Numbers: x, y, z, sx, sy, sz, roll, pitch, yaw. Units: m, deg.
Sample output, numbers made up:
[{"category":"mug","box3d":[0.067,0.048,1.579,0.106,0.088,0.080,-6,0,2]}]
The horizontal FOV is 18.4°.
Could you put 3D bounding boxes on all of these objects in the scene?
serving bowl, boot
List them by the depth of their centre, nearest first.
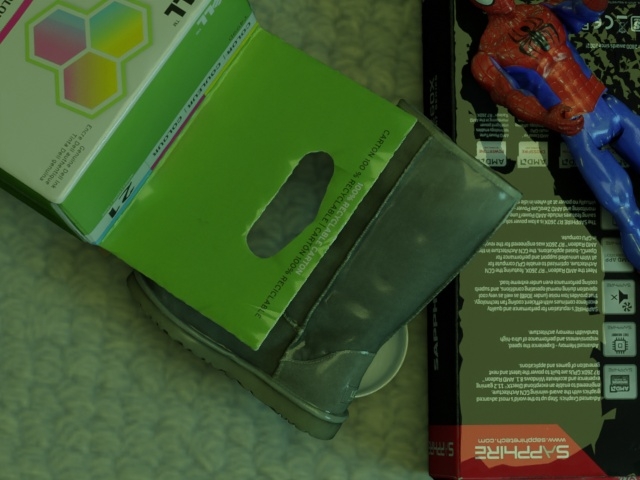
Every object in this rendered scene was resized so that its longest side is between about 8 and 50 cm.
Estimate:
[{"category":"boot","box3d":[0.000,-0.001,1.272,0.189,0.076,0.208,33,104,7]},{"category":"serving bowl","box3d":[0.016,0.065,1.336,0.083,0.027,0.083,1,85,-9]}]

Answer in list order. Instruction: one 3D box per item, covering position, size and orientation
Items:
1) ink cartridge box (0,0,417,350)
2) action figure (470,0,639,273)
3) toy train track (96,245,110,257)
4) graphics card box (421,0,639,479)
[{"category":"ink cartridge box","box3d":[-0.097,-0.083,1.224,0.255,0.097,0.189,32,80,18]},{"category":"action figure","box3d":[0.189,-0.071,1.233,0.091,0.139,0.280,-40,90,-12]},{"category":"toy train track","box3d":[-0.137,-0.020,1.325,0.048,0.014,0.083,-35,86,-4]},{"category":"graphics card box","box3d":[0.189,-0.019,1.340,0.232,0.094,0.371,-1,86,-9]}]
